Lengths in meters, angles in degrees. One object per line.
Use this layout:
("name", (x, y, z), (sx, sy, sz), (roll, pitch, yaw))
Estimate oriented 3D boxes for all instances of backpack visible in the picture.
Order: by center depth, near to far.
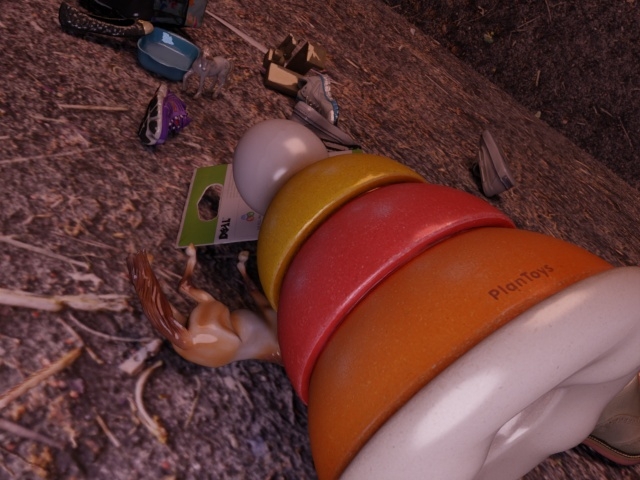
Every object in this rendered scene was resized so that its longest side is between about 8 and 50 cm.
("backpack", (-0.357, -0.551, 1.294), (0.225, 0.191, 0.253), (33, 21, 18))

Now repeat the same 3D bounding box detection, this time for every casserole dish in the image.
("casserole dish", (-0.304, -0.369, 1.212), (0.114, 0.037, 0.188), (23, 31, -16))

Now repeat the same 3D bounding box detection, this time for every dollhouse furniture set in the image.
("dollhouse furniture set", (-0.081, -0.400, 1.485), (0.144, 0.123, 0.151), (17, 67, -26))

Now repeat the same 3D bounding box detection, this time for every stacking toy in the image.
("stacking toy", (0.055, 0.024, 0.635), (0.350, 0.351, 0.480), (1, 41, -43))

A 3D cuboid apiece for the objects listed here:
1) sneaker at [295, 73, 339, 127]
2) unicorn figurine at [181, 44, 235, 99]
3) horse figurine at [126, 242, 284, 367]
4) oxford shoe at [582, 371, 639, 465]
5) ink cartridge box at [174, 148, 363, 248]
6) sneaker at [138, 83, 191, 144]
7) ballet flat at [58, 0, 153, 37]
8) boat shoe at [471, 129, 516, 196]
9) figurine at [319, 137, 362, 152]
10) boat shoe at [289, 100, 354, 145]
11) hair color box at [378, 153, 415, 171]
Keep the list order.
("sneaker", (-0.012, -0.304, 1.367), (0.082, 0.071, 0.191), (0, 47, -18))
("unicorn figurine", (-0.211, -0.319, 1.147), (0.060, 0.111, 0.162), (33, 29, 1))
("horse figurine", (-0.100, 0.082, 0.680), (0.263, 0.066, 0.175), (13, 41, -45))
("oxford shoe", (0.429, 0.227, 0.888), (0.396, 0.147, 0.140), (14, 31, -36))
("ink cartridge box", (-0.057, -0.030, 0.867), (0.255, 0.097, 0.189), (-5, 42, 4))
("sneaker", (-0.244, -0.201, 0.984), (0.071, 0.068, 0.170), (27, 28, -21))
("ballet flat", (-0.397, -0.411, 1.140), (0.173, 0.049, 0.057), (-5, 32, -32))
("boat shoe", (0.455, -0.207, 1.646), (0.096, 0.088, 0.268), (44, 27, -30))
("figurine", (-0.032, -0.115, 1.051), (0.209, 0.092, 0.215), (15, 33, -13))
("boat shoe", (-0.008, -0.211, 1.220), (0.083, 0.076, 0.226), (42, 11, 27))
("hair color box", (0.153, -0.103, 1.229), (0.093, 0.053, 0.167), (22, 29, -16))
